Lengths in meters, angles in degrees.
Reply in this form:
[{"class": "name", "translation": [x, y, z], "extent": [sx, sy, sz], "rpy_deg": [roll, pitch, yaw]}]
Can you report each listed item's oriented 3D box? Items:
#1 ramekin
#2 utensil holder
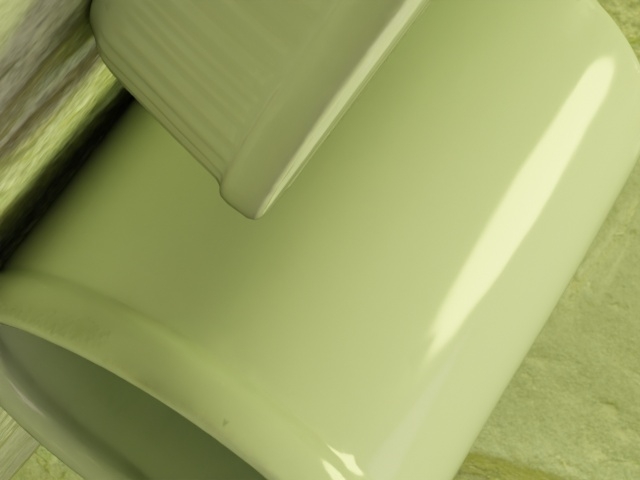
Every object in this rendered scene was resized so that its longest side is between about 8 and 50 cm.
[{"class": "ramekin", "translation": [0.000, -0.151, 0.922], "extent": [0.273, 0.127, 0.273], "rpy_deg": [-52, -179, 1]}, {"class": "utensil holder", "translation": [0.000, 0.000, 1.244], "extent": [0.385, 0.327, 0.327], "rpy_deg": [-55, -179, -20]}]
